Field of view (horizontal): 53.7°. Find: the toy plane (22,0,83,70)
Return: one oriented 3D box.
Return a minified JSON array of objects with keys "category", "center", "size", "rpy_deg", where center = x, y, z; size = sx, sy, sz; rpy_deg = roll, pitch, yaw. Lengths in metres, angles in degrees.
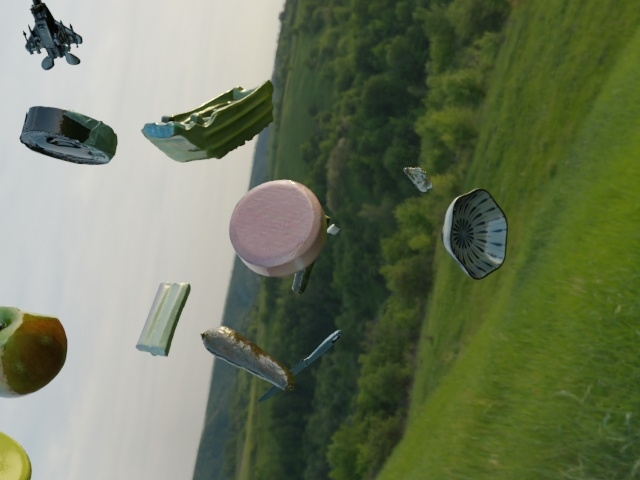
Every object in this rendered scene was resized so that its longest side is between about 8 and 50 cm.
[{"category":"toy plane","center":[-0.757,-0.594,1.739],"size":[0.078,0.169,0.246],"rpy_deg":[-93,-6,-45]}]

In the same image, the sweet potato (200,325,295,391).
[{"category":"sweet potato","center":[-0.164,0.277,1.480],"size":[0.075,0.273,0.075],"rpy_deg":[-48,-27,-35]}]

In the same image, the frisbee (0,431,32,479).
[{"category":"frisbee","center":[-0.650,0.407,1.160],"size":[0.017,0.235,0.236],"rpy_deg":[-63,10,12]}]

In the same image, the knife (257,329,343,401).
[{"category":"knife","center":[-0.051,0.343,1.736],"size":[0.313,0.019,0.045],"rpy_deg":[-39,-35,-23]}]

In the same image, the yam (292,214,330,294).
[{"category":"yam","center":[-0.035,0.042,2.072],"size":[0.061,0.061,0.274],"rpy_deg":[-122,50,-81]}]

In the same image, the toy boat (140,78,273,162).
[{"category":"toy boat","center":[-0.172,-0.191,1.040],"size":[0.276,0.111,0.084],"rpy_deg":[-44,-54,-52]}]

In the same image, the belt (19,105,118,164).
[{"category":"belt","center":[-0.549,-0.229,1.394],"size":[0.151,0.198,0.078],"rpy_deg":[-26,53,60]}]

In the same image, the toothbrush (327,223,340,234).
[{"category":"toothbrush","center":[0.000,0.000,1.786],"size":[0.021,0.024,0.288],"rpy_deg":[-65,10,-20]}]

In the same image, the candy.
[{"category":"candy","center":[-0.101,-0.037,1.578],"size":[0.094,0.255,0.256],"rpy_deg":[62,-147,-62]}]

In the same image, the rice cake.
[{"category":"rice cake","center":[-0.377,0.183,1.518],"size":[0.222,0.080,0.042],"rpy_deg":[-82,-5,-47]}]

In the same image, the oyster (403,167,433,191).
[{"category":"oyster","center":[0.274,-0.177,1.759],"size":[0.051,0.093,0.034],"rpy_deg":[-41,-9,33]}]

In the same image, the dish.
[{"category":"dish","center":[0.309,-0.013,1.322],"size":[0.066,0.190,0.191],"rpy_deg":[-4,73,53]}]

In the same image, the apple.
[{"category":"apple","center":[-0.764,0.261,1.577],"size":[0.246,0.246,0.226],"rpy_deg":[-86,-14,-44]}]
